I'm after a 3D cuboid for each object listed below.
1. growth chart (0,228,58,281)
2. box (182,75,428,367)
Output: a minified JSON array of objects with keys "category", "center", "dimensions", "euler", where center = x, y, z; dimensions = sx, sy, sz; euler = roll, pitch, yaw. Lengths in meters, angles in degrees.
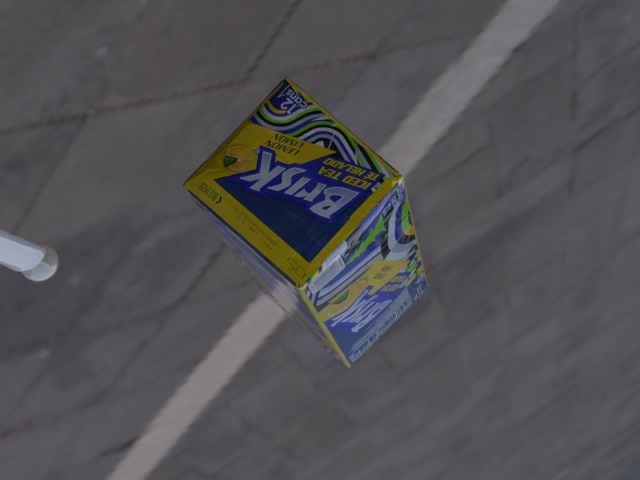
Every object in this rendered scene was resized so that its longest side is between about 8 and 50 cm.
[{"category":"growth chart","center":[-0.227,-0.005,0.567],"dimensions":[0.237,0.021,0.172],"euler":[-1,169,27]},{"category":"box","center":[0.000,0.000,0.559],"dimensions":[0.054,0.059,0.169],"euler":[-47,165,-7]}]
